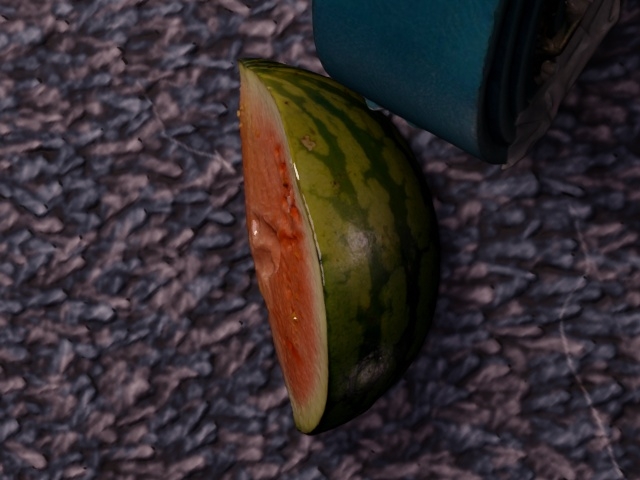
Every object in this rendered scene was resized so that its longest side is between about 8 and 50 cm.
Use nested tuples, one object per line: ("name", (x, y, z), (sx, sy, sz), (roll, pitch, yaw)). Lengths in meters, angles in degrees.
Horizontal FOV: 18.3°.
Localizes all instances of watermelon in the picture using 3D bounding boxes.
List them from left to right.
("watermelon", (0.027, -0.005, 1.530), (0.128, 0.159, 0.303), (-11, 92, -19))

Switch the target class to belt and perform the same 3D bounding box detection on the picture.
("belt", (0.137, -0.259, 1.331), (0.173, 0.300, 0.436), (31, 136, 15))
